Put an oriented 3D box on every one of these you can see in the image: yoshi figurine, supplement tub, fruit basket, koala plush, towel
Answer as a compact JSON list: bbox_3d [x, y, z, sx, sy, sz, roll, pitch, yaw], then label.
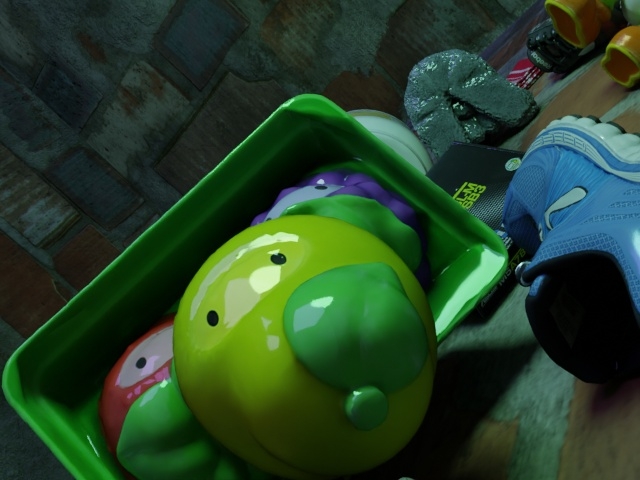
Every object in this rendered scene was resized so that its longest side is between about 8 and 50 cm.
[{"bbox_3d":[0.446,-0.365,0.882,0.362,0.203,0.203,-44,22,5],"label":"yoshi figurine"},{"bbox_3d":[0.077,-0.100,1.325,0.241,0.241,0.331,-45,7,12],"label":"supplement tub"},{"bbox_3d":[-0.040,0.064,0.579,0.392,0.283,0.392,-42,-19,-18],"label":"fruit basket"},{"bbox_3d":[0.250,-0.233,1.360,0.196,0.203,0.221,-45,-5,13],"label":"koala plush"},{"bbox_3d":[0.349,-0.274,1.568,0.275,0.031,0.199,-46,6,3],"label":"towel"}]

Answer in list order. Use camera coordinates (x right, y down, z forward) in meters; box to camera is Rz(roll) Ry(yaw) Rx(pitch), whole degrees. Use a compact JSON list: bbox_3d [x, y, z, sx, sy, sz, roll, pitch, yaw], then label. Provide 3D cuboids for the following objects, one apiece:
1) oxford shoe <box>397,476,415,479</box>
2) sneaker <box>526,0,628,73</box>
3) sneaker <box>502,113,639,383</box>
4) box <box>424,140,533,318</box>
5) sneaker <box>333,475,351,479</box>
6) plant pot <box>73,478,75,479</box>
[{"bbox_3d":[-0.010,0.214,0.455,0.348,0.130,0.123,-41,9,41],"label":"oxford shoe"},{"bbox_3d":[0.412,-0.338,1.254,0.135,0.097,0.276,-46,4,6],"label":"sneaker"},{"bbox_3d":[0.181,0.005,0.515,0.147,0.130,0.330,-44,7,1],"label":"sneaker"},{"bbox_3d":[0.161,-0.021,0.837,0.190,0.045,0.184,-49,36,-13],"label":"box"},{"bbox_3d":[-0.019,0.244,0.694,0.059,0.053,0.144,-43,-1,34],"label":"sneaker"},{"bbox_3d":[-0.267,0.383,0.939,0.188,0.167,0.187,-48,6,-6],"label":"plant pot"}]
